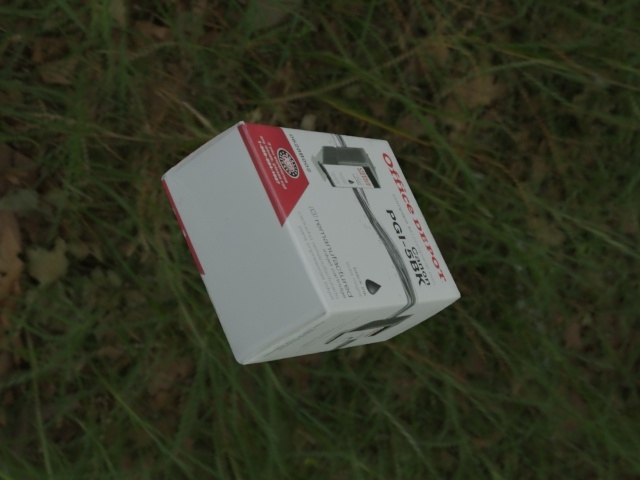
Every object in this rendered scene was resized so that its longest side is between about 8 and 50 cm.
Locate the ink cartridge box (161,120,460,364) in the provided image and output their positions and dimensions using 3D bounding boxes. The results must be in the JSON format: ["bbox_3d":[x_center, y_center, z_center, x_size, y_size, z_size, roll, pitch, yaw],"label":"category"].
[{"bbox_3d":[0.000,0.000,0.572,0.056,0.099,0.135,-32,165,28],"label":"ink cartridge box"}]
